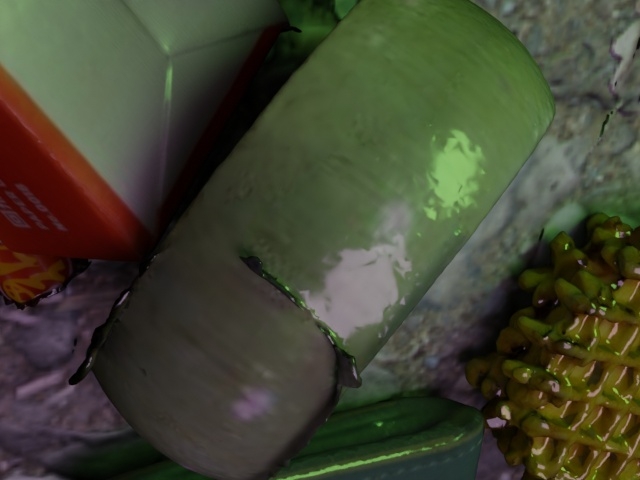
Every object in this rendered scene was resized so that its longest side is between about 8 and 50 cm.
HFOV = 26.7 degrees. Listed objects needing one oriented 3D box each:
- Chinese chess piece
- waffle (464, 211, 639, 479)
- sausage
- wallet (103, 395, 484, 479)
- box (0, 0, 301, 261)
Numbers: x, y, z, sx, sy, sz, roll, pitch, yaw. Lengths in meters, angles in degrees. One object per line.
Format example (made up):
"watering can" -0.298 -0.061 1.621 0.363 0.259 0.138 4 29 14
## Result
"Chinese chess piece" 0.000 0.000 0.568 0.092 0.238 0.237 40 98 1
"waffle" 0.184 0.069 0.803 0.197 0.070 0.193 -35 128 -7
"sausage" -0.151 -0.036 0.579 0.050 0.048 0.145 -7 130 23
"wallet" -0.040 0.261 0.798 0.252 0.083 0.360 -8 121 -29
"box" -0.113 -0.094 0.509 0.182 0.099 0.133 51 57 -39
